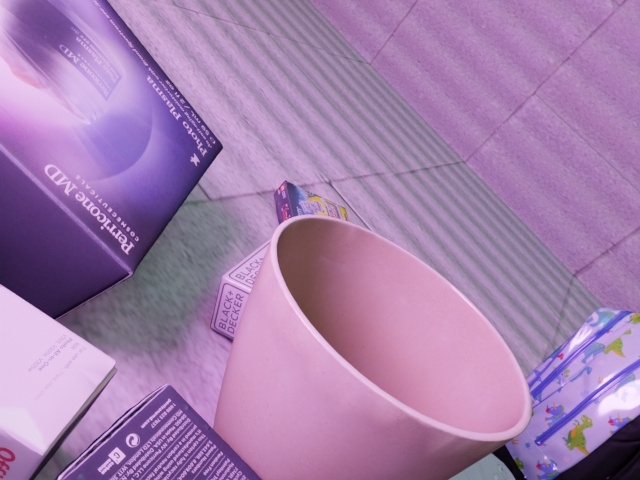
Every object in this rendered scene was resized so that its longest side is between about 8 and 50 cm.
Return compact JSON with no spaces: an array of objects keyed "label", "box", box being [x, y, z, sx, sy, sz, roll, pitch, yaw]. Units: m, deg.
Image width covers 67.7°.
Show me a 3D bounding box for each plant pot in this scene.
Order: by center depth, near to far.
[{"label":"plant pot","box":[0.006,0.161,0.464,0.256,0.274,0.256,26,25,-13]}]

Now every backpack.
[{"label":"backpack","box":[0.483,0.288,0.803,0.290,0.355,0.273,24,34,-27]}]

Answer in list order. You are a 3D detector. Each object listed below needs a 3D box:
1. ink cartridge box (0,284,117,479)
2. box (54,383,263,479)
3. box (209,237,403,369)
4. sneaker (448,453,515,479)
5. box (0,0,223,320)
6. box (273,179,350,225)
[{"label":"ink cartridge box","box":[-0.284,0.098,0.349,0.212,0.154,0.093,37,31,-10]},{"label":"box","box":[-0.112,0.245,0.366,0.207,0.153,0.108,44,31,4]},{"label":"box","box":[0.019,0.109,0.655,0.290,0.087,0.169,24,28,13]},{"label":"sneaker","box":[0.171,0.369,0.550,0.210,0.137,0.366,6,42,-41]},{"label":"box","box":[-0.293,-0.117,0.509,0.296,0.182,0.294,52,27,-24]},{"label":"box","box":[0.000,0.000,0.911,0.159,0.044,0.233,22,36,-32]}]
